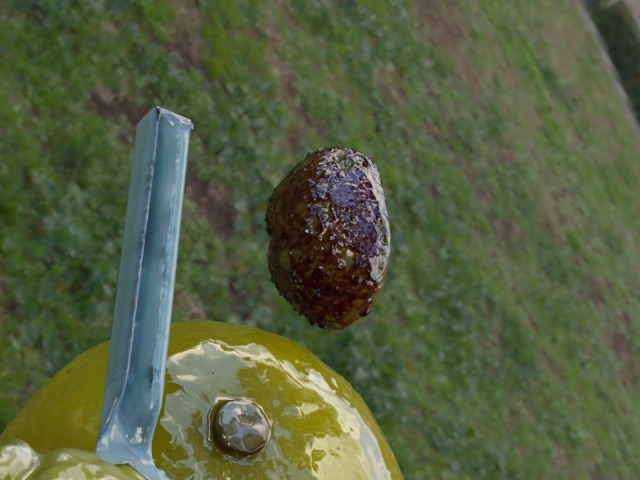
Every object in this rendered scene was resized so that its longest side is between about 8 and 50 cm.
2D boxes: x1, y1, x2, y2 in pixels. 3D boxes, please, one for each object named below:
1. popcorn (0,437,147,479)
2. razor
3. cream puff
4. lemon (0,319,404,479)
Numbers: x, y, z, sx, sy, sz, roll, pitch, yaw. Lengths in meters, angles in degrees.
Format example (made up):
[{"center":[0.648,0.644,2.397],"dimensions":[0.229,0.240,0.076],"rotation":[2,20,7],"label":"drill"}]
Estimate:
[{"center":[-0.127,0.161,0.497],"dimensions":[0.168,0.195,0.173],"rotation":[-17,55,-19],"label":"popcorn"},{"center":[-0.094,0.040,0.697],"dimensions":[0.111,0.056,0.278],"rotation":[21,44,-27],"label":"razor"},{"center":[0.000,0.000,0.994],"dimensions":[0.084,0.149,0.149],"rotation":[3,50,-14],"label":"cream puff"},{"center":[-0.091,0.221,0.903],"dimensions":[0.348,0.348,0.348],"rotation":[42,30,-32],"label":"lemon"}]
